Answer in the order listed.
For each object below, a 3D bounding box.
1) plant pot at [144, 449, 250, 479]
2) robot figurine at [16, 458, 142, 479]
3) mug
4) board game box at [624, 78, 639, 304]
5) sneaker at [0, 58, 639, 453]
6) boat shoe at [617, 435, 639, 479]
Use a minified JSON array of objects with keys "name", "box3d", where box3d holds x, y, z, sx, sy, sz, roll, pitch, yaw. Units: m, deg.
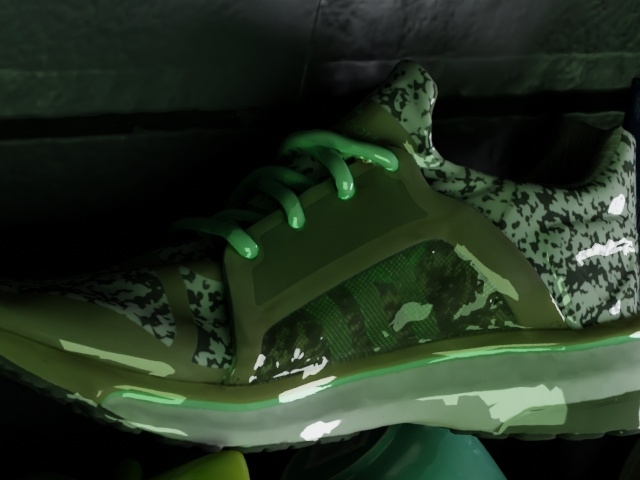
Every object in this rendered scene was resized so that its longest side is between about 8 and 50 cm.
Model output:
[{"name":"plant pot","box3d":[-0.066,0.234,0.881,0.228,0.227,0.207,-26,142,20]},{"name":"robot figurine","box3d":[-0.125,0.160,1.016,0.101,0.067,0.115,-43,134,15]},{"name":"mug","box3d":[0.024,0.156,1.058,0.158,0.129,0.097,-38,106,-17]},{"name":"board game box","box3d":[0.257,-0.008,1.140,0.194,0.060,0.194,-10,126,-25]},{"name":"sneaker","box3d":[0.000,0.000,0.964,0.410,0.158,0.182,1,95,-33]},{"name":"boat shoe","box3d":[0.248,0.123,1.232,0.153,0.048,0.056,-44,133,2]}]
